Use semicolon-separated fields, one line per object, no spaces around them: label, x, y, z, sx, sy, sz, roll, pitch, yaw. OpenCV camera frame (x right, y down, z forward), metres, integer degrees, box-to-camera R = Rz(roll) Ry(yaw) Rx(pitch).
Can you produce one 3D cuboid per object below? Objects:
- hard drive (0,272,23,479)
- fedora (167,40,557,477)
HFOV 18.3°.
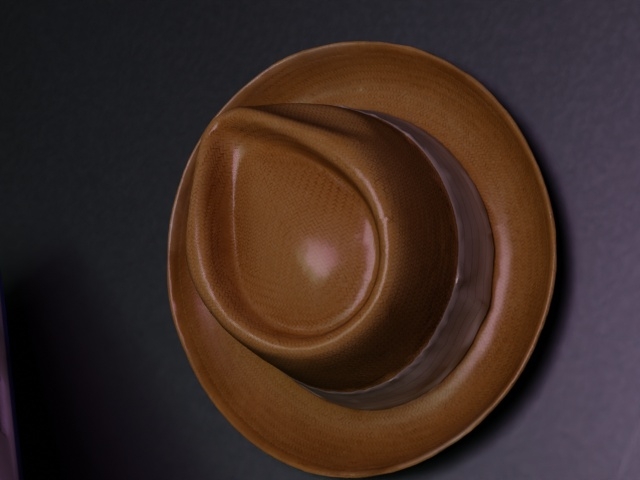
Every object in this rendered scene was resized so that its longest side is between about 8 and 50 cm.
hard drive;-0.275;0.135;0.850;0.318;0.040;0.210;-27;42;10
fedora;0.000;0.000;0.817;0.194;0.079;0.194;-8;73;27
